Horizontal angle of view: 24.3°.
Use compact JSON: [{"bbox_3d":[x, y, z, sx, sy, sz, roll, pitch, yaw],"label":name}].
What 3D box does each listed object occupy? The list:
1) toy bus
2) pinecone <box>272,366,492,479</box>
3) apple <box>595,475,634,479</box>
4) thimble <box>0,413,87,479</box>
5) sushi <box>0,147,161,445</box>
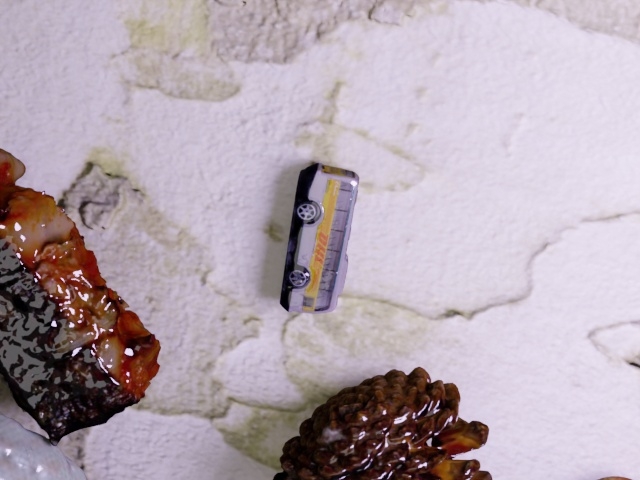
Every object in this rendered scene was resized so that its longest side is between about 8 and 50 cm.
[{"bbox_3d":[0.000,0.000,1.699,0.072,0.057,0.172,9,105,0],"label":"toy bus"},{"bbox_3d":[0.087,0.292,1.672,0.246,0.246,0.292,-12,119,14],"label":"pinecone"},{"bbox_3d":[0.334,0.330,1.680,0.126,0.102,0.126,3,104,11],"label":"apple"},{"bbox_3d":[-0.434,0.323,1.741,0.292,0.195,0.291,13,145,9],"label":"thimble"},{"bbox_3d":[-0.333,0.057,1.728,0.182,0.196,0.343,-35,99,-2],"label":"sushi"}]
